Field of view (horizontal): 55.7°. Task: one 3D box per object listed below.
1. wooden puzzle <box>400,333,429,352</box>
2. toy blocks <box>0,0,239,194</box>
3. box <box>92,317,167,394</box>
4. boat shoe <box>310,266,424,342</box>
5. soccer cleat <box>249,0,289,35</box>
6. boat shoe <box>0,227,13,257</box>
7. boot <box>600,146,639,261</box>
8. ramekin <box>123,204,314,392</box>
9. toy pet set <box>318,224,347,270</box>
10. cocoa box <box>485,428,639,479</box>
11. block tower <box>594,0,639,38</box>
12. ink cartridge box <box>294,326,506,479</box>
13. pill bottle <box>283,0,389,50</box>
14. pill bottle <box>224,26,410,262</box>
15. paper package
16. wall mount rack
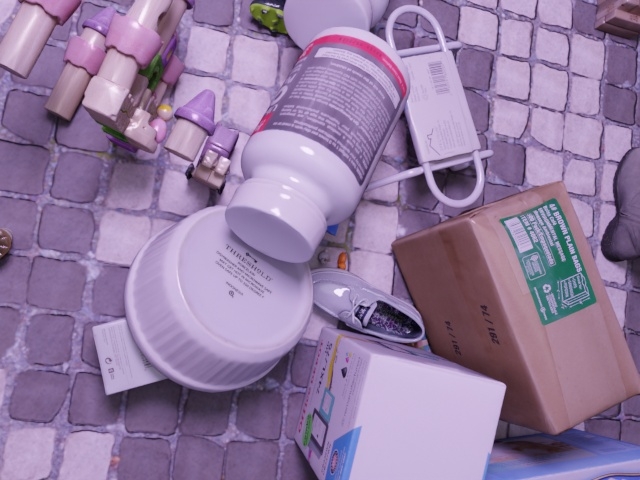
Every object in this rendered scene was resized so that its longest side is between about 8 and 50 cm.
[{"bbox_3d":[0.167,0.194,1.060,0.049,0.006,0.083,-11,87,-17],"label":"wooden puzzle"},{"bbox_3d":[-0.222,-0.259,0.850,0.308,0.288,0.260,26,83,-9],"label":"toy blocks"},{"bbox_3d":[-0.274,0.162,0.896,0.101,0.087,0.101,-13,87,-16],"label":"box"},{"bbox_3d":[0.072,0.108,0.995,0.227,0.081,0.079,22,97,-13],"label":"boat shoe"},{"bbox_3d":[-0.036,-0.391,1.042,0.178,0.060,0.073,7,73,-22],"label":"soccer cleat"},{"bbox_3d":[-0.513,0.034,0.870,0.153,0.048,0.056,-40,108,-9],"label":"boat shoe"},{"bbox_3d":[0.632,-0.072,1.139,0.083,0.161,0.247,20,79,-13],"label":"boot"},{"bbox_3d":[-0.132,0.073,0.873,0.272,0.127,0.273,16,59,-29],"label":"ramekin"},{"bbox_3d":[0.000,0.000,1.002,0.122,0.065,0.114,19,79,-14],"label":"toy pet set"},{"bbox_3d":[0.351,0.450,0.968,0.346,0.231,0.228,-2,84,-16],"label":"cocoa box"},{"bbox_3d":[0.641,-0.594,1.234,0.097,0.091,0.336,10,82,-15],"label":"block tower"},{"bbox_3d":[0.099,0.257,0.890,0.197,0.270,0.198,15,86,-13],"label":"ink cartridge box"},{"bbox_3d":[0.040,-0.429,0.966,0.162,0.162,0.279,24,56,-12],"label":"pill bottle"},{"bbox_3d":[-0.004,-0.133,0.856,0.176,0.176,0.319,32,63,-11],"label":"pill bottle"},{"bbox_3d":[0.287,0.106,0.946,0.168,0.309,0.325,-21,89,-17],"label":"paper package"},{"bbox_3d":[0.129,-0.204,1.035,0.304,0.130,0.350,-15,88,-20],"label":"wall mount rack"}]
